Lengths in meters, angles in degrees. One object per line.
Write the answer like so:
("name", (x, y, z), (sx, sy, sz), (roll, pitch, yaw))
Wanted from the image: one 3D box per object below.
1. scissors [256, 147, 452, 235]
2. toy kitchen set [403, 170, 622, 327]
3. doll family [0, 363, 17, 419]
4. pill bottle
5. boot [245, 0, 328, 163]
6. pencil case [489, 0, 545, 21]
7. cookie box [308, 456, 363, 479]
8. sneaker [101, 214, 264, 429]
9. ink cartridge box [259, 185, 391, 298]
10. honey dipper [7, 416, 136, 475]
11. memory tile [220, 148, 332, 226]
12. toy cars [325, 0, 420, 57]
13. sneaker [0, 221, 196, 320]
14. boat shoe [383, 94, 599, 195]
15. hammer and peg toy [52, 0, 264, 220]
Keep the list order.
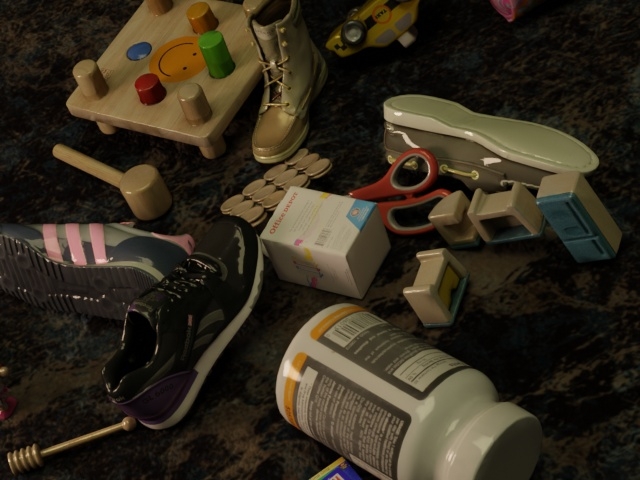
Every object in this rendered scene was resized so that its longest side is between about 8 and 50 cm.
("scissors", (0.037, -0.038, 2.101), (0.297, 0.021, 0.109), (-16, 88, 27))
("toy kitchen set", (0.232, 0.030, 1.949), (0.207, 0.122, 0.166), (-9, 45, 38))
("doll family", (-0.513, 0.163, 2.023), (0.263, 0.163, 0.118), (18, 58, 30))
("pill bottle", (0.098, 0.192, 1.798), (0.278, 0.162, 0.162), (28, 64, 34))
("boot", (-0.060, -0.227, 2.206), (0.077, 0.165, 0.213), (4, 51, 23))
("pencil case", (0.358, -0.419, 2.261), (0.284, 0.124, 0.124), (-28, 48, -3))
("cookie box", (0.021, 0.309, 1.804), (0.092, 0.040, 0.107), (-34, 48, -11))
("sneaker", (-0.166, 0.084, 1.956), (0.107, 0.124, 0.283), (14, 71, 35))
("ink cartridge box", (0.000, 0.000, 2.043), (0.143, 0.090, 0.092), (13, 56, 29))
("honey dipper", (-0.302, 0.247, 1.973), (0.161, 0.030, 0.030), (-20, 47, -1))
("memory tile", (-0.059, -0.070, 2.149), (0.148, 0.012, 0.113), (-36, 24, -13))
("toy cars", (0.166, -0.384, 2.314), (0.393, 0.087, 0.176), (-47, 13, -22))
("sneaker", (-0.310, 0.022, 2.135), (0.319, 0.112, 0.131), (13, 39, 24))
("boat shoe", (0.213, -0.107, 2.065), (0.305, 0.091, 0.109), (20, 29, 30))
("hammer and peg toy", (-0.230, -0.213, 2.277), (0.266, 0.127, 0.361), (16, 57, 29))
